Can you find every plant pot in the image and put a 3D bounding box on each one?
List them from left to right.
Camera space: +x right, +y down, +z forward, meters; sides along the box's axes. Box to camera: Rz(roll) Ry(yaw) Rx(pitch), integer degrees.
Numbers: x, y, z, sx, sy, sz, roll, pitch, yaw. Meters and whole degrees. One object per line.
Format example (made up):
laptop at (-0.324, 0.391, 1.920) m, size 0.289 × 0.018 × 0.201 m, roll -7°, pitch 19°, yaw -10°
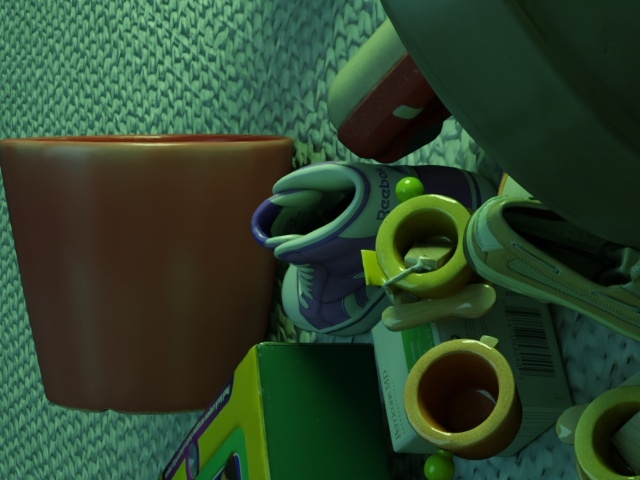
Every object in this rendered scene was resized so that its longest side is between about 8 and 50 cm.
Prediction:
plant pot at (-0.158, 0.025, 1.565) m, size 0.275 × 0.275 × 0.243 m, roll 9°, pitch 100°, yaw 63°
plant pot at (0.215, -0.199, 0.875) m, size 0.280 × 0.323 × 0.323 m, roll -33°, pitch 53°, yaw 36°

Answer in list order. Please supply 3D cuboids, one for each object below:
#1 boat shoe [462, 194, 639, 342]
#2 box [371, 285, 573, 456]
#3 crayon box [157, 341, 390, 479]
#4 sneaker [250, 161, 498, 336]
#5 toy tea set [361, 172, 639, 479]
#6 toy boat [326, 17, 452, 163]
boat shoe at (0.178, 0.017, 0.966) m, size 0.072 × 0.190 × 0.068 m, roll 127°, pitch 153°, yaw -71°
box at (0.104, 0.089, 1.190) m, size 0.087 × 0.102 × 0.101 m, roll -49°, pitch 43°, yaw 49°
crayon box at (-0.041, 0.293, 1.365) m, size 0.363 × 0.106 × 0.313 m, roll 125°, pitch 142°, yaw -58°
sneaker at (0.000, -0.001, 1.352) m, size 0.282 × 0.161 × 0.102 m, roll -38°, pitch 52°, yaw 55°
toy tea set at (0.128, 0.078, 1.036) m, size 0.200 × 0.124 × 0.336 m, roll -18°, pitch 61°, yaw 14°
toy boat at (0.123, -0.115, 1.195) m, size 0.151 × 0.151 × 0.231 m, roll 52°, pitch 132°, yaw 7°
